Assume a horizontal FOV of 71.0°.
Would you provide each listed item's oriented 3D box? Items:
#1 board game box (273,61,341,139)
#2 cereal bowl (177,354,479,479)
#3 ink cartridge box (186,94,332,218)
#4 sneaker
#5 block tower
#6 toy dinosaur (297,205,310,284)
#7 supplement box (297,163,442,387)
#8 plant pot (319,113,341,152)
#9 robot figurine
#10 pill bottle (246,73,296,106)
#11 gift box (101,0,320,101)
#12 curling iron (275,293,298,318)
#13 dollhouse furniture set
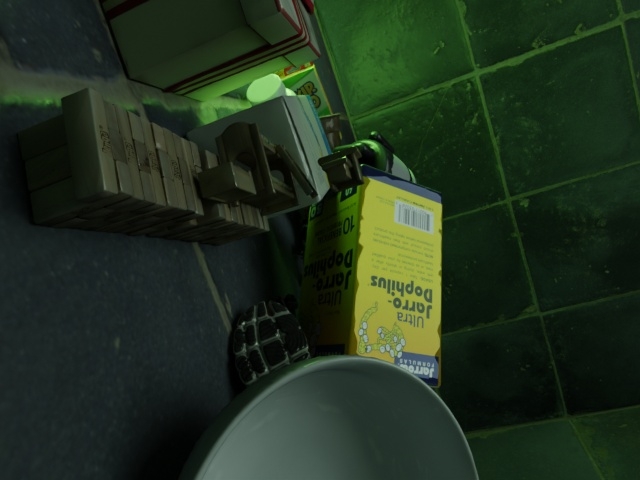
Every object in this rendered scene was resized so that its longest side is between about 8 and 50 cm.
[{"bbox_3d":[-0.037,-0.401,1.351,0.039,0.124,0.260,-84,154,-55],"label":"board game box"},{"bbox_3d":[0.000,0.290,0.468,0.338,0.141,0.339,8,74,-28],"label":"cereal bowl"},{"bbox_3d":[-0.085,-0.144,0.778,0.233,0.171,0.168,-65,136,-70],"label":"ink cartridge box"},{"bbox_3d":[-0.060,0.226,0.647,0.118,0.107,0.279,113,-38,-58],"label":"sneaker"},{"bbox_3d":[-0.171,-0.056,0.517,0.335,0.097,0.091,19,55,-75],"label":"block tower"},{"bbox_3d":[0.000,0.000,1.070,0.322,0.164,0.218,46,14,-35],"label":"toy dinosaur"},{"bbox_3d":[0.089,0.076,0.832,0.195,0.194,0.357,15,69,-26],"label":"supplement box"},{"bbox_3d":[-0.012,-0.248,1.234,0.167,0.166,0.165,-57,137,-72],"label":"plant pot"},{"bbox_3d":[0.143,-0.158,1.181,0.278,0.209,0.173,25,17,-49],"label":"robot figurine"},{"bbox_3d":[-0.090,-0.284,1.041,0.187,0.111,0.112,54,24,-54],"label":"pill bottle"},{"bbox_3d":[-0.148,-0.376,0.626,0.255,0.258,0.277,-53,126,-73],"label":"gift box"},{"bbox_3d":[-0.056,0.213,0.743,0.068,0.035,0.274,120,-30,-56],"label":"curling iron"},{"bbox_3d":[-0.042,-0.110,0.552,0.182,0.160,0.101,13,61,-76],"label":"dollhouse furniture set"}]
